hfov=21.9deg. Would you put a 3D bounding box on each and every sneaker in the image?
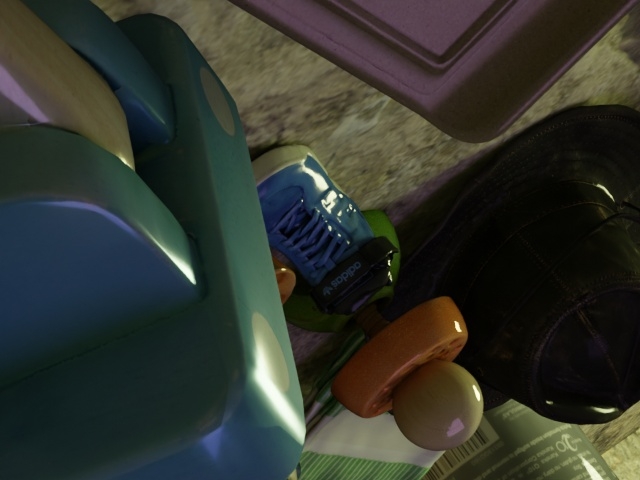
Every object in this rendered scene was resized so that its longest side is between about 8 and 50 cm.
[{"bbox_3d":[0.001,-0.001,0.962,0.058,0.084,0.152,-38,161,6],"label":"sneaker"}]

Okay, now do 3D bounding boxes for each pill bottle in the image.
[{"bbox_3d":[0.216,0.303,1.642,0.210,0.363,0.210,-32,162,-12],"label":"pill bottle"}]

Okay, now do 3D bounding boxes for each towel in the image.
[{"bbox_3d":[0.038,0.180,1.402,0.325,0.038,0.248,-52,147,17],"label":"towel"}]

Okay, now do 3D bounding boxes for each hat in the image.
[{"bbox_3d":[0.191,0.060,1.260,0.331,0.134,0.331,-28,145,-23],"label":"hat"}]

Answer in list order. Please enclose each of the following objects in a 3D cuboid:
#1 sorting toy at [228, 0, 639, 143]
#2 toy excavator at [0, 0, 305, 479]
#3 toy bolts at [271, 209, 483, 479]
[{"bbox_3d":[0.075,-0.188,0.563,0.229,0.041,0.307,29,117,-33],"label":"sorting toy"},{"bbox_3d":[-0.125,-0.021,0.491,0.433,0.222,0.445,-23,144,13],"label":"toy excavator"},{"bbox_3d":[-0.023,0.116,1.086,0.228,0.158,0.218,-47,159,29],"label":"toy bolts"}]
